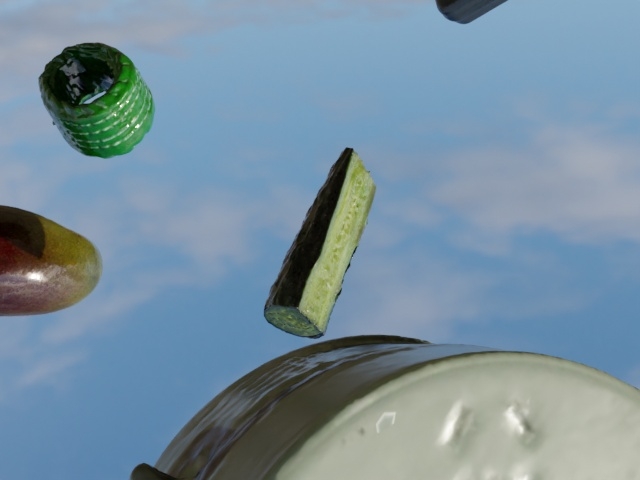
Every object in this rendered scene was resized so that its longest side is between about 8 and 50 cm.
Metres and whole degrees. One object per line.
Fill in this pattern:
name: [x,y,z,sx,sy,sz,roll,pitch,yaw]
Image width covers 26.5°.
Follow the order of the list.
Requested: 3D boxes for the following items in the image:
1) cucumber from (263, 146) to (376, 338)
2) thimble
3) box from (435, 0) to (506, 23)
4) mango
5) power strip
cucumber: [-0.002,0.001,1.518,0.062,0.078,0.211,1,-121,33]
thimble: [-0.255,-0.161,1.543,0.130,0.090,0.118,15,-117,29]
box: [0.211,-0.347,1.447,0.230,0.160,0.050,-28,150,31]
mango: [-0.372,0.025,1.618,0.267,0.133,0.111,0,165,-41]
power strip: [0.052,0.214,0.718,0.357,0.357,0.161,-11,-177,-23]
